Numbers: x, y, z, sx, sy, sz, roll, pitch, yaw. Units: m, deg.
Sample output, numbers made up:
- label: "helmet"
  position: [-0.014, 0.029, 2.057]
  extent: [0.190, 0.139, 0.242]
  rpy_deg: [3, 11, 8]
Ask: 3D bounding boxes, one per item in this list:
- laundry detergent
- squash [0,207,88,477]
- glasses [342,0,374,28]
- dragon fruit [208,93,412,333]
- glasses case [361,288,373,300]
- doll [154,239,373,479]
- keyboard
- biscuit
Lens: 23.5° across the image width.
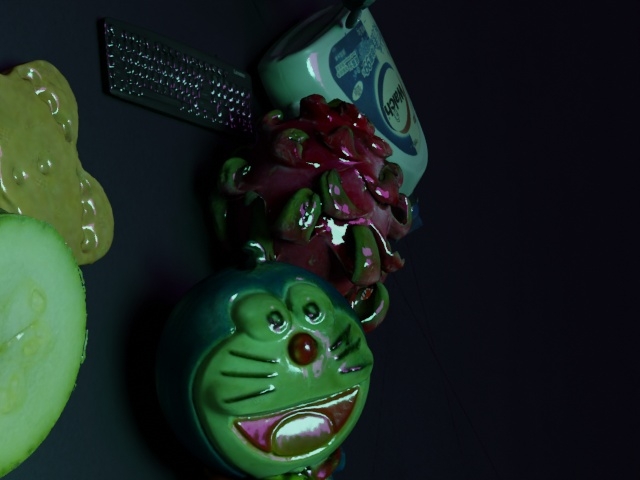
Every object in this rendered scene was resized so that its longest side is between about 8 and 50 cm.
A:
- label: "laundry detergent"
  position: [0.040, -0.115, 1.756]
  extent: [0.281, 0.105, 0.215]
  rpy_deg: [67, 30, -20]
- label: "squash"
  position: [-0.254, 0.085, 1.153]
  extent: [0.219, 0.041, 0.219]
  rpy_deg: [-27, 122, -55]
- label: "glasses"
  position: [-0.063, -0.355, 1.648]
  extent: [0.268, 0.118, 0.234]
  rpy_deg: [16, 31, -37]
- label: "dragon fruit"
  position: [0.006, -0.008, 1.559]
  extent: [0.273, 0.198, 0.218]
  rpy_deg: [61, 4, 0]
- label: "glasses case"
  position: [0.017, 0.080, 1.687]
  extent: [0.073, 0.049, 0.194]
  rpy_deg: [62, 33, -27]
- label: "doll"
  position: [-0.052, 0.157, 1.410]
  extent: [0.198, 0.186, 0.322]
  rpy_deg: [-6, 102, -30]
- label: "keyboard"
  position: [-0.138, -0.161, 1.551]
  extent: [0.250, 0.017, 0.087]
  rpy_deg: [15, 67, -57]
- label: "biscuit"
  position: [-0.285, -0.034, 1.212]
  extent: [0.355, 0.052, 0.275]
  rpy_deg: [-24, 99, -61]
